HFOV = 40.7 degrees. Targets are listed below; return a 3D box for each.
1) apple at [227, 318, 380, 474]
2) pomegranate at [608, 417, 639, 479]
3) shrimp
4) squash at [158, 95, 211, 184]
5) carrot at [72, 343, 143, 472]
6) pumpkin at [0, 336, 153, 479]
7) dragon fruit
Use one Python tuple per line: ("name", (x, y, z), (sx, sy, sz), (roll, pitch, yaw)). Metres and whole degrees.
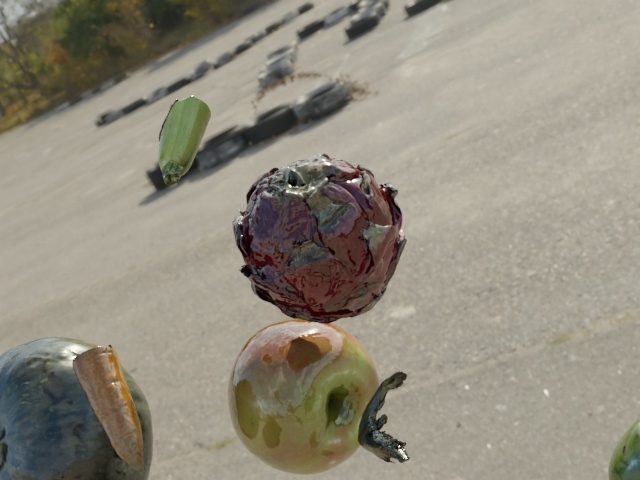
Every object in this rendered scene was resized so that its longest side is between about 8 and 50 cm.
("apple", (-0.041, 0.305, 1.735), (0.277, 0.319, 0.319), (12, 41, 45))
("pomegranate", (0.460, 0.331, 1.129), (0.182, 0.181, 0.224), (-13, 17, 41))
("shrimp", (0.120, 0.293, 1.446), (0.147, 0.035, 0.195), (-63, 19, -6))
("squash", (-0.269, -0.174, 1.612), (0.075, 0.090, 0.200), (8, 54, 10))
("carrot", (-0.312, 0.262, 1.310), (0.072, 0.205, 0.072), (-24, -24, -11))
("pumpkin", (-0.534, 0.416, 1.772), (0.454, 0.454, 0.344), (-12, -13, 43))
("dragon fruit", (0.000, -0.002, 1.564), (0.329, 0.329, 0.329), (-26, 17, 8))
